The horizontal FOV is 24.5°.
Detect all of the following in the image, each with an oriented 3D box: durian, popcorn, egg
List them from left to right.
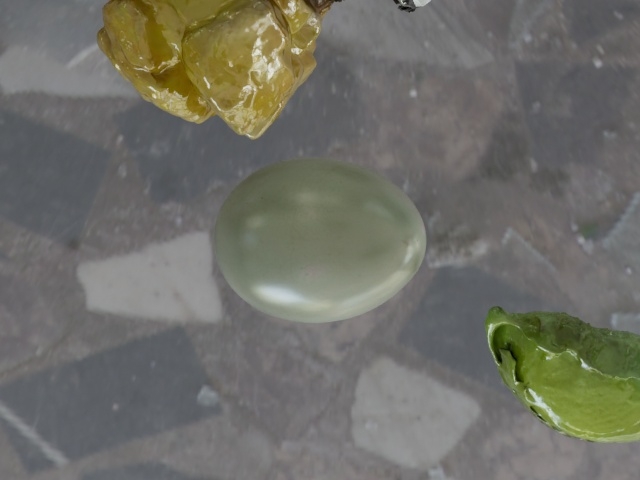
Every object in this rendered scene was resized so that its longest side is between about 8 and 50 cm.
[{"bbox_3d":[-0.063,-0.138,0.889,0.152,0.167,0.148,-29,119,25],"label":"popcorn"},{"bbox_3d":[0.000,0.000,1.331,0.209,0.151,0.151,4,118,35],"label":"egg"},{"bbox_3d":[0.275,0.134,1.499,0.250,0.101,0.139,18,127,-1],"label":"durian"}]

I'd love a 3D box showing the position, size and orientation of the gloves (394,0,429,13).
[{"bbox_3d":[0.034,-0.381,1.496,0.135,0.312,0.210,-37,131,8],"label":"gloves"}]
